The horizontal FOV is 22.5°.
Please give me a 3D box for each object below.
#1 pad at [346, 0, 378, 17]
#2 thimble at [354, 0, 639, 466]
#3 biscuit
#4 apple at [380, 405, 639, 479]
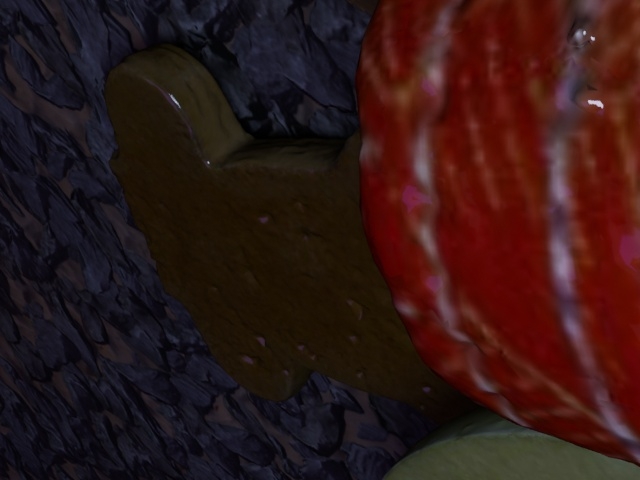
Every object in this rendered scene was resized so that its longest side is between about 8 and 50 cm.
[{"bbox_3d":[0.105,-0.208,0.993,0.286,0.018,0.284,33,147,23],"label":"pad"},{"bbox_3d":[0.195,-0.061,0.728,0.231,0.350,0.350,9,132,43],"label":"thimble"},{"bbox_3d":[0.000,0.000,1.317,0.394,0.076,0.368,10,133,42],"label":"biscuit"},{"bbox_3d":[0.234,0.243,1.098,0.360,0.320,0.311,-34,59,53],"label":"apple"}]
